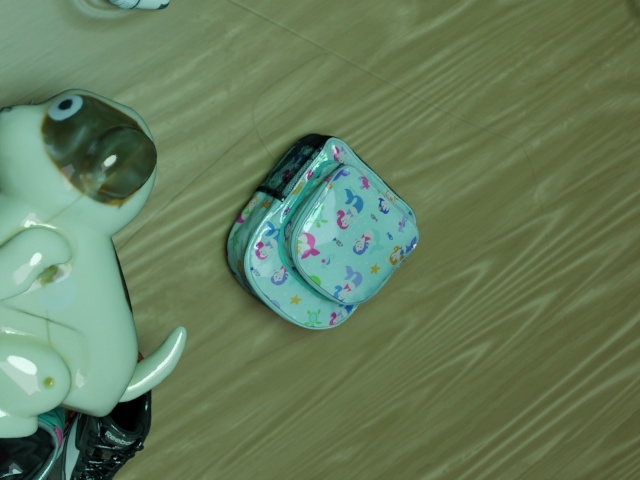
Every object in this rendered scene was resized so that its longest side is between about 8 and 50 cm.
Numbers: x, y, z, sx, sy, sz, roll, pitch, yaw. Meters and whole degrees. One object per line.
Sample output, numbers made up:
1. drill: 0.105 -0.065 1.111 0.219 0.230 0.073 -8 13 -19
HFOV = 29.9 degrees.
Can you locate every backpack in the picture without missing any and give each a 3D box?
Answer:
1. backpack: 0.000 0.000 1.743 0.253 0.191 0.225 -48 116 -4

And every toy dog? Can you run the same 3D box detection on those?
1. toy dog: -0.328 0.016 1.480 0.395 0.284 0.408 12 103 -16

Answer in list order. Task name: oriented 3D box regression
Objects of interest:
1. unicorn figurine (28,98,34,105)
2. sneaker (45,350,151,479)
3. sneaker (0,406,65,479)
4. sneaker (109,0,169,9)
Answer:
1. unicorn figurine: -0.424 -0.100 1.590 0.162 0.060 0.111 -28 115 -20
2. sneaker: -0.310 0.285 1.678 0.098 0.135 0.276 21 92 -28
3. sneaker: -0.469 0.289 1.579 0.295 0.178 0.124 -19 108 -20
4. sneaker: -0.226 -0.436 1.609 0.091 0.094 0.258 3 104 -43
